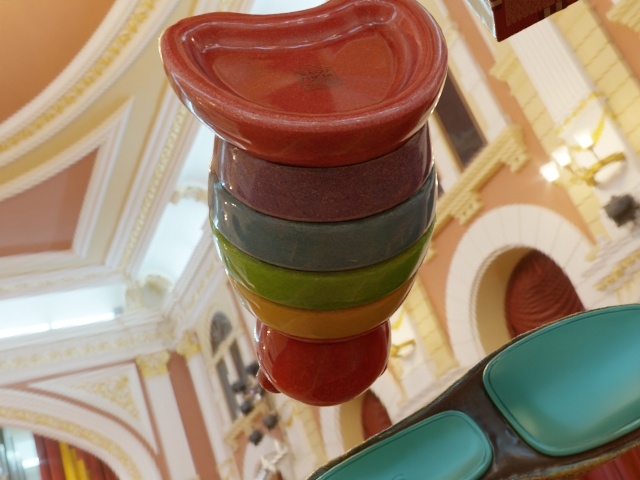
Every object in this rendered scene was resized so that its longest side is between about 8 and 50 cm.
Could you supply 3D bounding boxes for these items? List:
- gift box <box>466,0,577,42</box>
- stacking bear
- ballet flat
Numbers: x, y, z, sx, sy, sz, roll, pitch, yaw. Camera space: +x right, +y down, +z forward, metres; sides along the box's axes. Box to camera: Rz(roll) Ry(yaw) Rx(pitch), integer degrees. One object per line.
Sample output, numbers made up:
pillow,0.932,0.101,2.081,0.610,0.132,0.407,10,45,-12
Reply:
gift box,0.325,-0.543,1.333,0.255,0.258,0.276,-25,-33,-1
stacking bear,0.000,0.000,0.568,0.175,0.164,0.289,-12,-49,-12
ballet flat,0.140,0.161,0.629,0.348,0.123,0.123,-27,-23,-7
